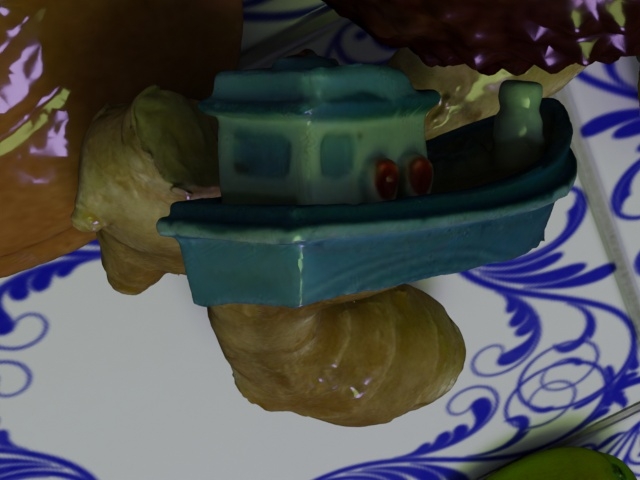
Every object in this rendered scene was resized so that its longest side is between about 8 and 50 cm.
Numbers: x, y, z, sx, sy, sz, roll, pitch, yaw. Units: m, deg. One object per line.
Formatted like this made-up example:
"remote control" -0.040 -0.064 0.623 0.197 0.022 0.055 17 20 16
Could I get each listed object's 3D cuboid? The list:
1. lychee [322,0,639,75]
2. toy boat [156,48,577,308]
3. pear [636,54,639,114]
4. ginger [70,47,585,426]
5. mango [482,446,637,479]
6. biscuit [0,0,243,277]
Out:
"lychee" 0.087 -0.198 0.606 0.276 0.275 0.304 -37 115 14
"toy boat" 0.037 -0.035 0.660 0.238 0.109 0.098 -10 100 -49
"pear" 0.264 -0.043 0.834 0.178 0.267 0.267 -45 157 -44
"ginger" -0.013 -0.002 0.849 0.348 0.122 0.363 -12 147 -36
"mango" 0.172 0.220 1.197 0.163 0.089 0.117 -17 137 -6
"biscuit" -0.219 -0.135 0.691 0.350 0.078 0.455 -38 136 9
